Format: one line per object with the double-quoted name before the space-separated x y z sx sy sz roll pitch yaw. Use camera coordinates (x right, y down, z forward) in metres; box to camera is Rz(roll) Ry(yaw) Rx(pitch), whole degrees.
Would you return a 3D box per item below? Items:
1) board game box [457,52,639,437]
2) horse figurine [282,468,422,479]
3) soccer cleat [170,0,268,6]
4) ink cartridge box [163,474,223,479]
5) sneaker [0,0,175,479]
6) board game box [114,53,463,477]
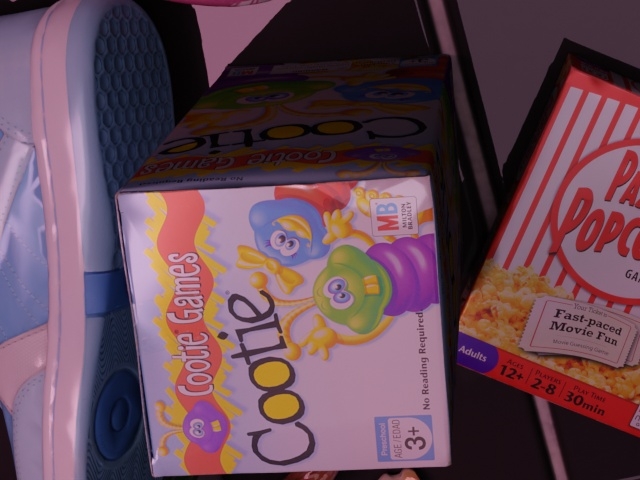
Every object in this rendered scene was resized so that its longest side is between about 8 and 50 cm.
"board game box" 0.175 0.007 0.925 0.147 0.045 0.193 21 108 0
"horse figurine" 0.026 0.255 0.975 0.174 0.066 0.263 -31 85 0
"soccer cleat" -0.168 -0.205 0.877 0.331 0.143 0.116 15 76 -18
"ink cartridge box" -0.164 0.219 0.977 0.208 0.153 0.086 -17 106 13
"sneaker" -0.192 0.021 0.909 0.208 0.127 0.318 1 90 22
"board game box" 0.000 0.000 0.823 0.142 0.275 0.144 -3 107 8
